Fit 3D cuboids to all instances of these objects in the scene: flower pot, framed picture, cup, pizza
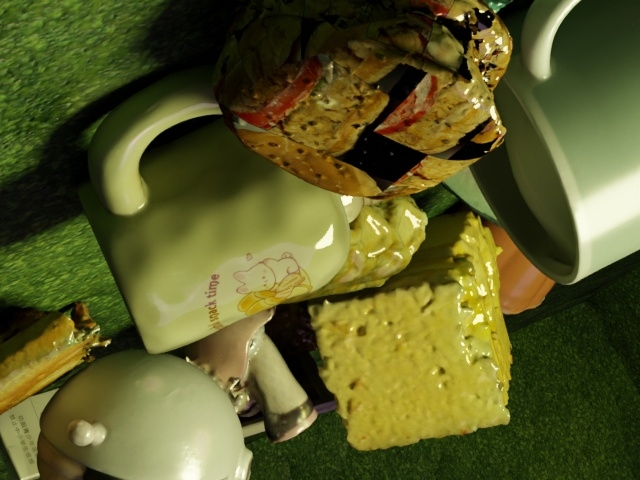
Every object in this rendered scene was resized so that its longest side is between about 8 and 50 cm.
[{"bbox_3d":[0.291,-0.015,1.980,0.190,0.191,0.173,-16,152,-42],"label":"flower pot"},{"bbox_3d":[-0.109,0.196,1.882,0.211,0.020,0.289,-15,-159,-9],"label":"framed picture"},{"bbox_3d":[-0.102,-0.047,1.169,0.202,0.255,0.173,-24,-151,-9],"label":"cup"},{"bbox_3d":[-0.333,0.134,1.482,0.289,0.081,0.228,-36,172,29],"label":"pizza"},{"bbox_3d":[0.291,-0.160,1.274,0.274,0.259,0.357,-26,148,-10],"label":"cup"}]

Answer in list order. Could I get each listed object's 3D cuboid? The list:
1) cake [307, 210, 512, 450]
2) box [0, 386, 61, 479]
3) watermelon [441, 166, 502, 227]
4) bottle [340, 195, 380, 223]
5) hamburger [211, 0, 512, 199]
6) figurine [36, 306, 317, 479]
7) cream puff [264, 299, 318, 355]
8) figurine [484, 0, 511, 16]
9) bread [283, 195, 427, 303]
[{"bbox_3d":[0.126,0.097,1.763,0.227,0.222,0.286,-11,-157,14],"label":"cake"},{"bbox_3d":[-0.354,0.257,1.864,0.198,0.109,0.029,-14,162,-44],"label":"box"},{"bbox_3d":[0.289,-0.108,1.757,0.289,0.214,0.320,5,-155,-5],"label":"watermelon"},{"bbox_3d":[-0.015,-0.049,1.379,0.209,0.097,0.110,-25,-171,-12],"label":"bottle"},{"bbox_3d":[0.028,-0.117,0.994,0.231,0.107,0.231,5,152,3],"label":"hamburger"},{"bbox_3d":[-0.191,0.208,1.625,0.253,0.211,0.361,3,-151,32],"label":"figurine"},{"bbox_3d":[-0.032,0.100,1.881,0.165,0.115,0.150,-21,170,-30],"label":"cream puff"},{"bbox_3d":[0.101,-0.176,1.095,0.138,0.110,0.245,-26,160,-18],"label":"figurine"},{"bbox_3d":[0.000,0.000,1.531,0.152,0.130,0.267,-24,171,37],"label":"bread"}]
